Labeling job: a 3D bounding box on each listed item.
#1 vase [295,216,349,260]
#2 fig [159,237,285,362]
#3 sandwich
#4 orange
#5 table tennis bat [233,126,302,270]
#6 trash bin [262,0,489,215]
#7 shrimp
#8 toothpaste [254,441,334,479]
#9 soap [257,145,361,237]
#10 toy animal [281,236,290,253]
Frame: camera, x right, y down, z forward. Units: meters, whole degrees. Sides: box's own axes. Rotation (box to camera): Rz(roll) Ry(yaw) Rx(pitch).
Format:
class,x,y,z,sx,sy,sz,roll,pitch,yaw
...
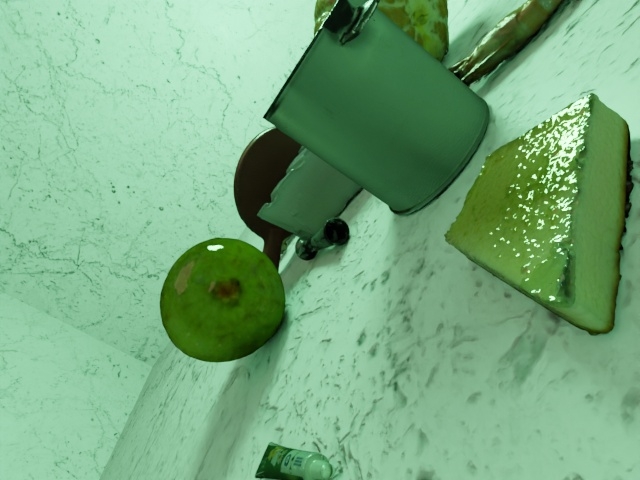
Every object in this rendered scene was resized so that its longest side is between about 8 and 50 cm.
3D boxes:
class,x,y,z,sx,sy,sz,roll,pitch,yaw
vase,0.000,0.000,0.910,0.059,0.059,0.167,-63,15,-24
fig,-0.208,0.129,0.942,0.258,0.258,0.326,-60,2,-11
sandwich,0.169,-0.009,0.371,0.162,0.058,0.193,-36,27,60
orange,0.130,-0.470,0.953,0.249,0.329,0.329,2,58,55
table tennis bat,-0.113,-0.098,1.156,0.051,0.268,0.414,24,110,49
trash bin,0.080,-0.197,0.646,0.217,0.262,0.277,-62,15,-17
shrimp,0.285,-0.325,0.671,0.236,0.053,0.133,-43,22,36
toothpaste,-0.036,0.266,0.510,0.204,0.031,0.049,-39,21,55
soap,0.008,-0.142,0.976,0.258,0.159,0.302,-57,11,-18
toy animal,-0.073,-0.095,1.328,0.312,0.097,0.157,-54,4,19
